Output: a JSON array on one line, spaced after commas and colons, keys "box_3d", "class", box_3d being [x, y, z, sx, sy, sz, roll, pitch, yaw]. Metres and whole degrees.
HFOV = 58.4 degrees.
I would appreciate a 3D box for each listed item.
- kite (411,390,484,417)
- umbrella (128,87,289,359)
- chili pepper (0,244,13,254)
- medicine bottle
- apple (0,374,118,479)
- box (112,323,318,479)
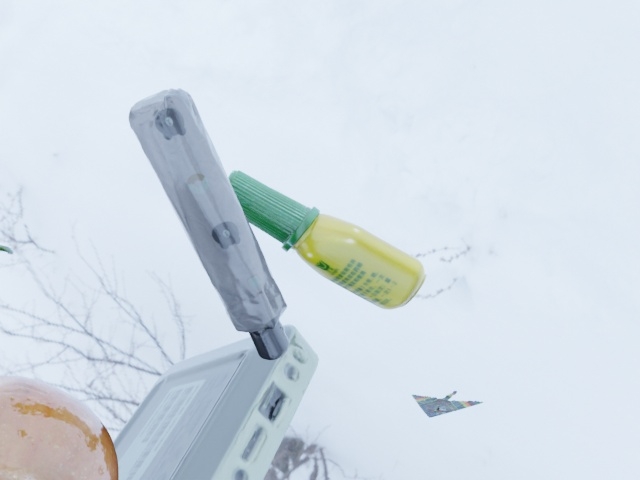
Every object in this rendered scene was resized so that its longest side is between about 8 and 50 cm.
[{"box_3d": [0.187, 0.253, 0.892, 0.122, 0.090, 0.004, -3, 102, 41], "class": "kite"}, {"box_3d": [-0.112, -0.004, 0.648, 0.073, 0.067, 0.338, -9, 116, 30], "class": "umbrella"}, {"box_3d": [-0.667, 0.038, 0.985, 0.256, 0.074, 0.100, -14, 133, 11], "class": "chili pepper"}, {"box_3d": [0.000, 0.000, 0.796, 0.308, 0.076, 0.111, 29, 138, -12], "class": "medicine bottle"}, {"box_3d": [-0.276, 0.218, 0.483, 0.201, 0.201, 0.162, 47, 163, -7], "class": "apple"}, {"box_3d": [-0.201, 0.296, 0.818, 0.373, 0.367, 0.090, -26, 114, 39], "class": "box"}]
